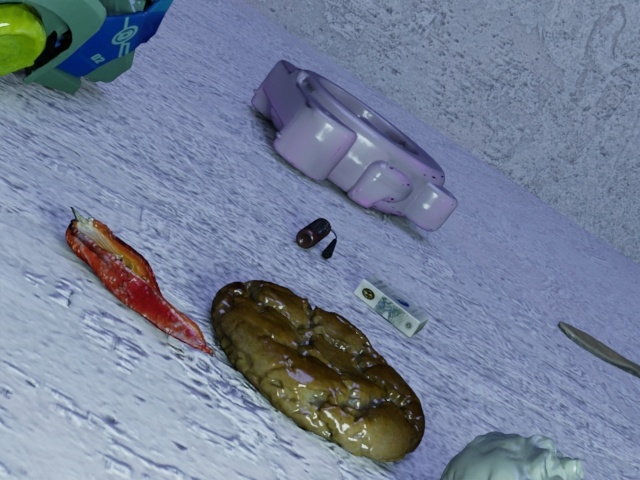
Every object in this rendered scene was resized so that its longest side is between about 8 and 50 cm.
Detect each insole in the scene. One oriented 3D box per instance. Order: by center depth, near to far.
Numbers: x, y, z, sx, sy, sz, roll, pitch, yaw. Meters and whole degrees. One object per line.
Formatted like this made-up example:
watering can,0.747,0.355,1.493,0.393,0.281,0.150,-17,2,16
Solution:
insole,0.493,0.193,1.821,0.247,0.011,0.081,27,16,-30

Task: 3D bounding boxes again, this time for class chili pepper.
chili pepper,-0.143,0.036,0.838,0.178,0.027,0.045,40,19,18

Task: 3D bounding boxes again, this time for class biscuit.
biscuit,0.002,0.104,0.920,0.226,0.042,0.226,32,13,-9

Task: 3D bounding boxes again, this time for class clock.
clock,0.056,-0.148,1.725,0.322,0.113,0.295,31,15,-25

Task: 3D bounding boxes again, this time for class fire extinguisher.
fire extinguisher,0.004,-0.004,1.296,0.046,0.032,0.100,27,19,11

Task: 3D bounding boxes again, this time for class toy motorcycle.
toy motorcycle,-0.268,-0.273,1.156,0.326,0.199,0.191,18,46,-66

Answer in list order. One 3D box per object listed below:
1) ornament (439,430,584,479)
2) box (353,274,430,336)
ornament,0.205,0.235,0.806,0.285,0.120,0.130,30,13,-25
box,0.083,0.075,1.239,0.083,0.024,0.054,38,12,13
